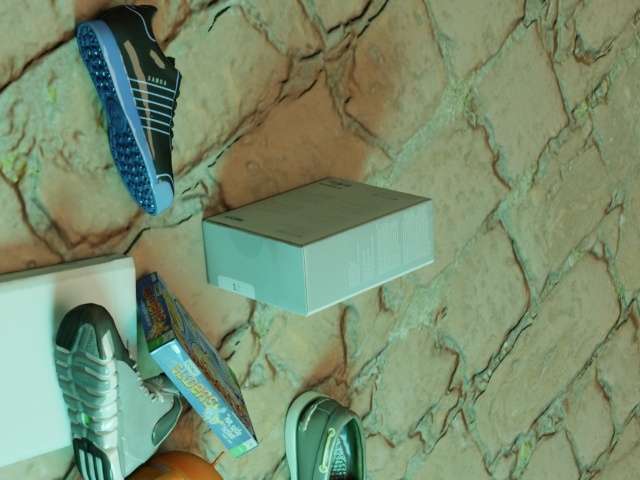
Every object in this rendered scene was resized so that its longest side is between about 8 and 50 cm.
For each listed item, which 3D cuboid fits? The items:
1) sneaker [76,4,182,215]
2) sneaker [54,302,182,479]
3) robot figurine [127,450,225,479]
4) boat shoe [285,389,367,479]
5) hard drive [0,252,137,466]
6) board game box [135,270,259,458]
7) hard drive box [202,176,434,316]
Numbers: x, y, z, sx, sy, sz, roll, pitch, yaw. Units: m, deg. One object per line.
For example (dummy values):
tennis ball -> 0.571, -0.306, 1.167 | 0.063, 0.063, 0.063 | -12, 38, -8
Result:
sneaker -> -0.189, -0.145, 1.248 | 0.090, 0.081, 0.232 | -28, 118, -30
sneaker -> -0.214, 0.153, 1.247 | 0.132, 0.086, 0.229 | -28, 129, -45
robot figurine -> -0.192, 0.335, 1.326 | 0.219, 0.128, 0.158 | -40, 119, -32
boat shoe -> 0.019, 0.361, 1.576 | 0.109, 0.091, 0.305 | -23, 115, -40
hard drive -> -0.331, 0.137, 1.201 | 0.307, 0.040, 0.203 | -12, 108, -44
board game box -> -0.146, 0.147, 1.327 | 0.035, 0.136, 0.201 | -30, 127, 2
hard drive box -> 0.000, 0.000, 1.407 | 0.232, 0.181, 0.089 | -19, 114, -41
